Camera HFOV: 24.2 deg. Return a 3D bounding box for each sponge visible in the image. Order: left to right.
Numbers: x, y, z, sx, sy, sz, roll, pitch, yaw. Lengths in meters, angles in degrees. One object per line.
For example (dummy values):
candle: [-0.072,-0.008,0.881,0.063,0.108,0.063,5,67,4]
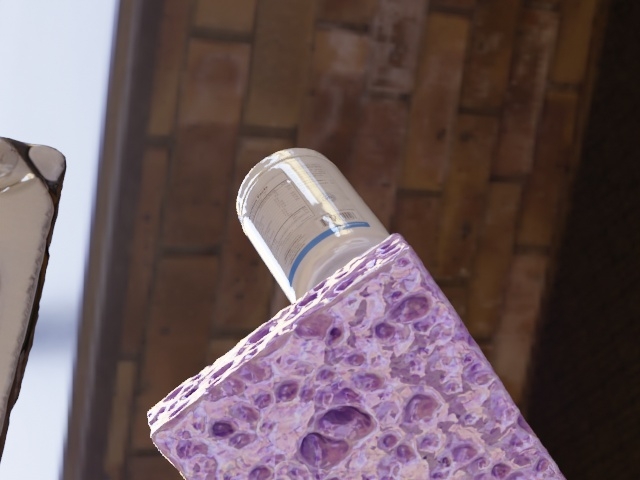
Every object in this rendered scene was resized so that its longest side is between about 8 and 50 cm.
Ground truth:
sponge: [0.040,0.113,0.573,0.210,0.117,0.031,55,178,-18]

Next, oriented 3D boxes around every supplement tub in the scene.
supplement tub: [0.000,0.000,0.873,0.107,0.071,0.071,54,134,51]

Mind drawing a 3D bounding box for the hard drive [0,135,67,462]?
hard drive: [-0.209,0.105,0.356,0.064,0.237,0.339,119,162,-61]
